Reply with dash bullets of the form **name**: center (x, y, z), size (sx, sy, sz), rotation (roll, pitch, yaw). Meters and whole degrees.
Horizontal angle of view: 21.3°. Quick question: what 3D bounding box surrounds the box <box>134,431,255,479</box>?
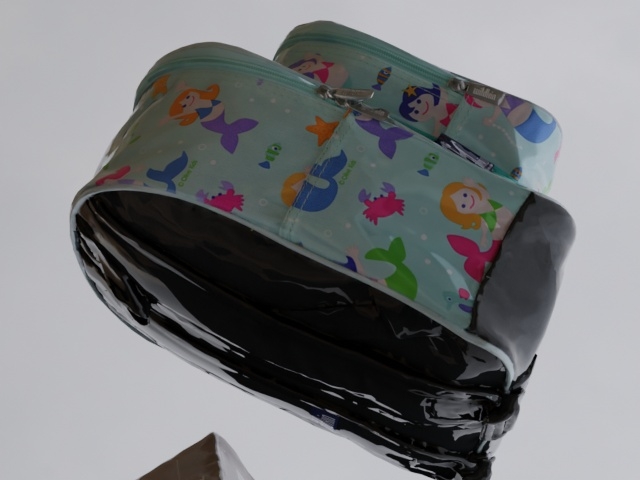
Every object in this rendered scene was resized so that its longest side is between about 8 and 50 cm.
- **box**: center (-0.175, 0.276, 0.917), size (0.381, 0.143, 0.191), rotation (-34, -167, 0)

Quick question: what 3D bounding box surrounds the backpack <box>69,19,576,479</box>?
- **backpack**: center (0.000, 0.000, 0.913), size (0.225, 0.253, 0.191), rotation (95, 14, -64)
